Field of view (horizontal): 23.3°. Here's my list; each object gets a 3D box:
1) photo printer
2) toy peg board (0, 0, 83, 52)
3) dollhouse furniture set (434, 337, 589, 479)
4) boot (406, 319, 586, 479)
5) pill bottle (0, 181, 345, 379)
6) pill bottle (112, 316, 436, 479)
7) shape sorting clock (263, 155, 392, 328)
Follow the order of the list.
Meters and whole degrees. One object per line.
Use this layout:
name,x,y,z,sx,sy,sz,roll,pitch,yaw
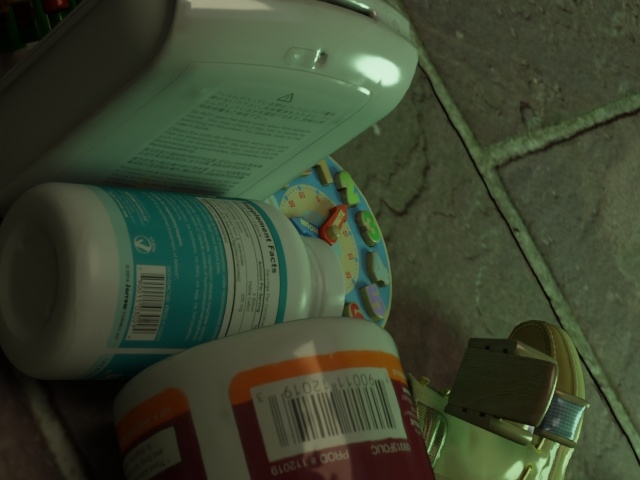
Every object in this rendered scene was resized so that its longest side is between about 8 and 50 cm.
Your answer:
photo printer,-0.096,-0.111,1.190,0.256,0.307,0.107,6,62,-41
toy peg board,-0.257,-0.193,1.206,0.160,0.161,0.079,-17,94,-48
dollhouse furniture set,0.244,0.271,1.285,0.303,0.198,0.286,26,80,-27
boot,0.135,0.154,1.415,0.203,0.095,0.262,33,56,-26
pill bottle,-0.110,0.036,1.199,0.264,0.146,0.146,5,63,-39
pill bottle,-0.002,0.273,1.110,0.224,0.224,0.392,3,64,-44
shape sorting clock,0.000,0.000,1.405,0.206,0.040,0.206,33,42,-35
